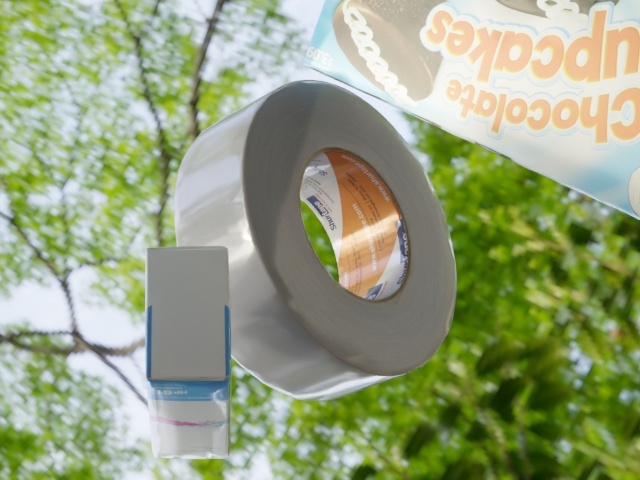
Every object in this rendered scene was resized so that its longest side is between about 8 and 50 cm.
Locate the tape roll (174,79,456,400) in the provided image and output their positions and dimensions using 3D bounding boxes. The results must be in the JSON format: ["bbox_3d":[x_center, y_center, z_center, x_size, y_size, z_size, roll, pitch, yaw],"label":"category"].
[{"bbox_3d":[0.000,0.000,1.154,0.219,0.072,0.219,26,-127,-40],"label":"tape roll"}]

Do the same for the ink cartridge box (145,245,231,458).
[{"bbox_3d":[-0.080,0.071,0.995,0.052,0.089,0.122,-1,-29,-3],"label":"ink cartridge box"}]

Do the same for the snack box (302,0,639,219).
[{"bbox_3d":[0.153,-0.141,1.040,0.060,0.322,0.187,1,-68,-56],"label":"snack box"}]
